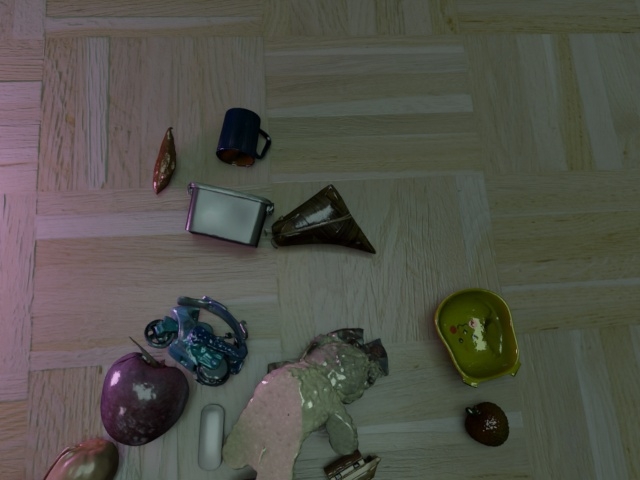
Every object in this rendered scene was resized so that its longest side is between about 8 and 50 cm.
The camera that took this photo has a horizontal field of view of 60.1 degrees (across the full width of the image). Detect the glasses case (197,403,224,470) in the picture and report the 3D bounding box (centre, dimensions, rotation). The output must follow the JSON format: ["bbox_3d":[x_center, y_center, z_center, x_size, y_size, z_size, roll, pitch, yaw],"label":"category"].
[{"bbox_3d":[-0.286,0.514,1.450,0.063,0.041,0.164,2,75,-7],"label":"glasses case"}]

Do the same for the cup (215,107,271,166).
[{"bbox_3d":[-0.231,-0.300,1.642,0.113,0.150,0.138,-1,71,29],"label":"cup"}]

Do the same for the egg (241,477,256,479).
[{"bbox_3d":[-0.154,0.670,1.370,0.198,0.146,0.147,17,75,-7],"label":"egg"}]

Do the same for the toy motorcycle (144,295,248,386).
[{"bbox_3d":[-0.314,0.257,1.470,0.260,0.154,0.206,34,52,7],"label":"toy motorcycle"}]

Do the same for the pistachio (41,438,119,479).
[{"bbox_3d":[-0.597,0.583,1.359,0.223,0.126,0.152,-41,117,-12],"label":"pistachio"}]

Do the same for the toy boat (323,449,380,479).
[{"bbox_3d":[0.055,0.621,1.450,0.225,0.068,0.088,-27,75,-9],"label":"toy boat"}]

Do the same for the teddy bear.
[{"bbox_3d":[-0.014,0.427,1.443,0.327,0.362,0.376,28,102,29],"label":"teddy bear"}]

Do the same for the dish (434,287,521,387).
[{"bbox_3d":[0.429,0.271,1.555,0.221,0.108,0.263,-15,76,-10],"label":"dish"}]

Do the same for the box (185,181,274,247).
[{"bbox_3d":[-0.259,-0.065,1.548,0.243,0.163,0.135,12,84,-4],"label":"box"}]

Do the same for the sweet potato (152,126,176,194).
[{"bbox_3d":[-0.449,-0.230,1.611,0.067,0.060,0.206,0,81,23],"label":"sweet potato"}]

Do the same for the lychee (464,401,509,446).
[{"bbox_3d":[0.450,0.497,1.499,0.114,0.114,0.146,-45,104,-14],"label":"lychee"}]

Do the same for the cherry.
[{"bbox_3d":[-0.445,0.391,1.394,0.213,0.183,0.266,21,95,11],"label":"cherry"}]

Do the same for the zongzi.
[{"bbox_3d":[0.000,0.000,1.584,0.247,0.111,0.241,-34,88,-8],"label":"zongzi"}]
